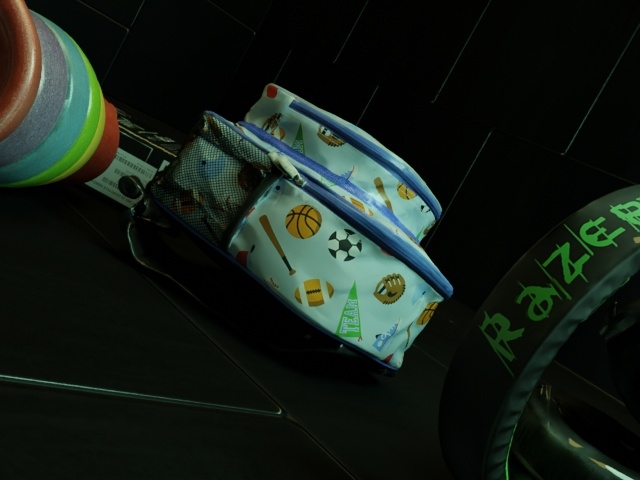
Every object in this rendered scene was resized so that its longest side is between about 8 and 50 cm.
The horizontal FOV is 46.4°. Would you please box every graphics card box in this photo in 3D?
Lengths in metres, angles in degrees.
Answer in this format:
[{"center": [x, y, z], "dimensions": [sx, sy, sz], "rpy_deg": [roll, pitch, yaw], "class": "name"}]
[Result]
[{"center": [-0.325, -0.150, 0.952], "dimensions": [0.371, 0.094, 0.233], "rpy_deg": [27, 5, -5], "class": "graphics card box"}]

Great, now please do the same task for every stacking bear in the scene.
[{"center": [-0.272, -0.122, 0.679], "dimensions": [0.164, 0.175, 0.289], "rpy_deg": [32, -2, 6], "class": "stacking bear"}]

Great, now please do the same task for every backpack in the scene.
[{"center": [0.000, 0.000, 0.712], "dimensions": [0.263, 0.213, 0.276], "rpy_deg": [43, 8, 27], "class": "backpack"}]

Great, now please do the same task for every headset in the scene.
[{"center": [0.210, 0.117, 0.539], "dimensions": [0.394, 0.243, 0.185], "rpy_deg": [52, -5, -38], "class": "headset"}]
